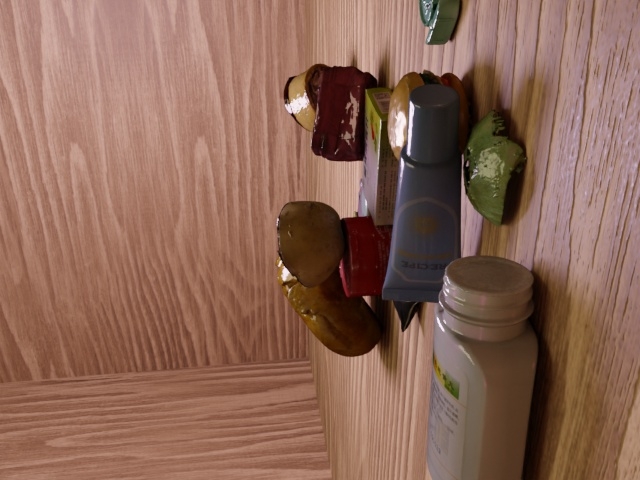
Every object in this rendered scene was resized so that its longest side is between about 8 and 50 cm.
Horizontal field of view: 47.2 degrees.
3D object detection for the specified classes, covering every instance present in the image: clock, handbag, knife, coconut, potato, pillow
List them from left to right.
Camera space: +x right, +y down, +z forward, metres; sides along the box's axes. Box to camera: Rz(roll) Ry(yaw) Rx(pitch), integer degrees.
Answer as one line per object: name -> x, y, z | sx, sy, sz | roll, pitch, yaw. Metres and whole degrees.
potato -> 0.000, 0.000, 1.661 | 0.182, 0.117, 0.202 | 7, -104, -56
handbag -> 0.053, -0.300, 1.748 | 0.146, 0.135, 0.225 | -3, -78, -78
knife -> 0.110, 0.005, 2.108 | 0.132, 0.038, 0.398 | -97, 6, -49
pillow -> 0.175, 0.108, 1.542 | 0.150, 0.048, 0.090 | -98, 5, -49
clock -> 0.186, -0.391, 1.180 | 0.101, 0.041, 0.135 | 100, 165, -64
coconut -> 0.223, -0.097, 0.974 | 0.133, 0.055, 0.158 | 148, 117, -84

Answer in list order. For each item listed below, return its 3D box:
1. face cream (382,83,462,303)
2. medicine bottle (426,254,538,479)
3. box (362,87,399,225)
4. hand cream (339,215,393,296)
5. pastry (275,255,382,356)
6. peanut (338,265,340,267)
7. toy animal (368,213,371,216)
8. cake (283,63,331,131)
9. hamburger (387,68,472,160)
face cream -> 0.161, -0.046, 1.095 | 0.086, 0.136, 0.385 | -78, -12, -50
medicine bottle -> 0.210, 0.186, 0.970 | 0.179, 0.124, 0.324 | -112, 17, -65
box -> 0.139, -0.187, 1.635 | 0.175, 0.062, 0.260 | -104, 11, -57
hand cream -> 0.114, 0.036, 1.702 | 0.193, 0.125, 0.193 | 177, 90, -84
pastry -> 0.021, 0.159, 1.937 | 0.356, 0.164, 0.356 | 50, 179, 2
peanut -> 0.092, 0.027, 2.002 | 0.228, 0.104, 0.085 | 89, -159, -50
toy animal -> 0.100, 0.017, 1.858 | 0.155, 0.219, 0.095 | 45, 165, -14
cake -> 0.017, -0.421, 2.096 | 0.178, 0.207, 0.185 | -30, 17, 47
hamburger -> 0.167, -0.187, 1.141 | 0.162, 0.115, 0.162 | 178, 90, -82
